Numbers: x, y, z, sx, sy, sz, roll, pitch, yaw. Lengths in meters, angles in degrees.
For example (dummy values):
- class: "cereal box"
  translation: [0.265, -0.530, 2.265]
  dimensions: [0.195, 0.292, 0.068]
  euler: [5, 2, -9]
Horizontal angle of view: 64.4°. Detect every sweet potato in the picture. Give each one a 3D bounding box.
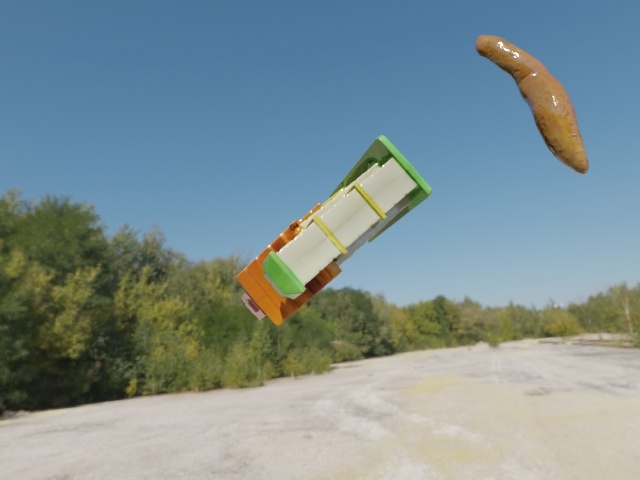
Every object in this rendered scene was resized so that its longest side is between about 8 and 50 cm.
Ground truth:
- class: "sweet potato"
  translation: [0.201, -0.138, 0.473]
  dimensions: [0.044, 0.179, 0.044]
  euler: [-19, -23, -8]

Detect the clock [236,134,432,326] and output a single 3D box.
- class: "clock"
  translation: [0.000, 0.000, 0.724]
  dimensions: [0.255, 0.106, 0.220]
  euler: [-40, -3, -25]
